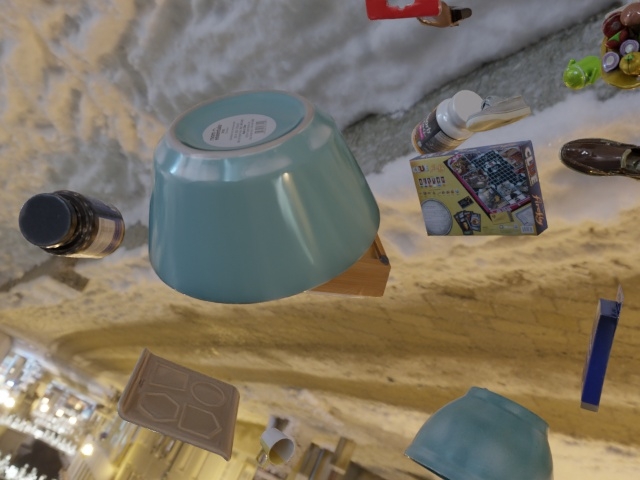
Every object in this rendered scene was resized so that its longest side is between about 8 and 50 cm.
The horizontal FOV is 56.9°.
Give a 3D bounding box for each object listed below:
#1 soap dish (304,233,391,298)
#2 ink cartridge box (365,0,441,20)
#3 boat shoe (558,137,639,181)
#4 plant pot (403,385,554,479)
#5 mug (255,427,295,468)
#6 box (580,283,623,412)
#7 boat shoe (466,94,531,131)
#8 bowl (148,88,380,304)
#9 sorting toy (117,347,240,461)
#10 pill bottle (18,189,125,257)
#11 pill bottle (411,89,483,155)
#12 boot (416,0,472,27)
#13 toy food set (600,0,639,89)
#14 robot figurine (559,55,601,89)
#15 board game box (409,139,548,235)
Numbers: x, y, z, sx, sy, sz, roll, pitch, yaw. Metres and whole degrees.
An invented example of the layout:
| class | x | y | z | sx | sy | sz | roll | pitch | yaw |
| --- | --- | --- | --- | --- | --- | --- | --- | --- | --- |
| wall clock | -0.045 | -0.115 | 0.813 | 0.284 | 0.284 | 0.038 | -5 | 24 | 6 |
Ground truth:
| class | x | y | z | sx | sy | sz | roll | pitch | yaw |
| --- | --- | --- | --- | --- | --- | --- | --- | --- | --- |
| soap dish | 0.000 | 0.000 | 1.244 | 0.291 | 0.228 | 0.118 | 9 | 137 | -34 |
| ink cartridge box | 0.120 | -0.419 | 0.779 | 0.134 | 0.078 | 0.230 | 17 | 124 | 43 |
| boat shoe | 0.699 | -0.195 | 1.383 | 0.258 | 0.095 | 0.095 | 11 | 179 | 14 |
| plant pot | 0.343 | 0.421 | 1.196 | 0.293 | 0.196 | 0.293 | 29 | 164 | 9 |
| mug | -0.102 | 0.427 | 1.230 | 0.064 | 0.078 | 0.062 | 24 | 128 | 56 |
| box | 0.539 | 0.199 | 1.136 | 0.037 | 0.225 | 0.136 | 13 | -168 | 22 |
| boat shoe | 0.477 | -0.355 | 1.617 | 0.079 | 0.228 | 0.081 | -37 | 72 | 59 |
| bowl | -0.084 | -0.083 | 0.751 | 0.312 | 0.311 | 0.163 | 14 | 131 | 28 |
| sorting toy | -0.243 | 0.289 | 1.042 | 0.208 | 0.038 | 0.193 | 29 | -164 | -12 |
| pill bottle | -0.464 | -0.029 | 1.112 | 0.123 | 0.122 | 0.219 | 24 | 178 | 4 |
| pill bottle | 0.454 | -0.407 | 2.097 | 0.162 | 0.162 | 0.278 | 30 | 155 | -9 |
| boot | 0.194 | -0.379 | 1.001 | 0.119 | 0.042 | 0.087 | -7 | -164 | -21 |
| toy food set | 0.632 | -0.422 | 1.215 | 0.128 | 0.217 | 0.071 | -9 | 157 | 44 |
| robot figurine | 0.688 | -0.438 | 1.545 | 0.101 | 0.115 | 0.067 | 52 | 168 | 49 |
| board game box | 0.290 | -0.091 | 1.109 | 0.243 | 0.042 | 0.164 | 1 | 112 | 49 |
